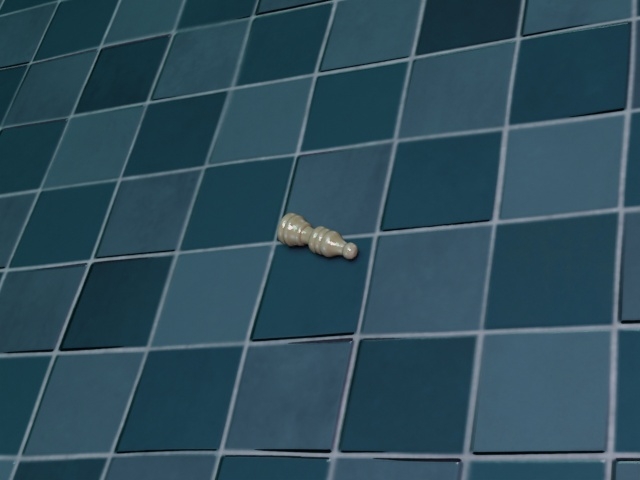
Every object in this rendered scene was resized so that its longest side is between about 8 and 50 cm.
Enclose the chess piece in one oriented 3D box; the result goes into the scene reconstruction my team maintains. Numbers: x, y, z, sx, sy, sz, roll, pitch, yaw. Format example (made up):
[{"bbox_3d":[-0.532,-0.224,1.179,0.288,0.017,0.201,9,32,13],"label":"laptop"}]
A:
[{"bbox_3d":[0.000,0.000,1.159,0.092,0.035,0.035,21,68,35],"label":"chess piece"}]
